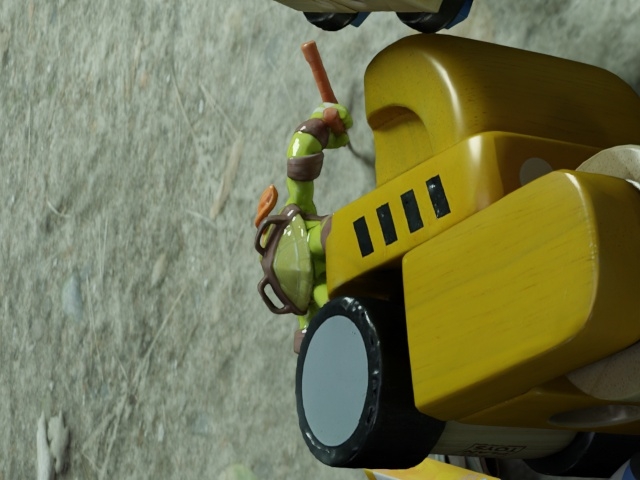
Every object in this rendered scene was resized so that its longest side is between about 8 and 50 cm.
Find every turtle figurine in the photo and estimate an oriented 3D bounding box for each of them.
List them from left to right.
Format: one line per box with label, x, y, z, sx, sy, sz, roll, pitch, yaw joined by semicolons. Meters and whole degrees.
turtle figurine;0.000;0.000;1.100;0.217;0.087;0.269;-159;71;-70

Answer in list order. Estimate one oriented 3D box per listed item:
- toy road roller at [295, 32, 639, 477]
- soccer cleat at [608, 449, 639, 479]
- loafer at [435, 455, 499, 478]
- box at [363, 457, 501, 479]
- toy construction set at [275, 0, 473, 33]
toy road roller;0.128;-0.011;0.857;0.329;0.202;0.240;-29;60;56
soccer cleat;0.220;0.220;0.701;0.143;0.116;0.331;-64;34;15
loafer;0.096;0.098;1.058;0.039;0.045;0.125;3;104;39
box;0.092;0.181;1.049;0.136;0.028;0.081;6;132;54
toy construction set;0.054;-0.222;0.897;0.328;0.151;0.215;-171;100;-73
